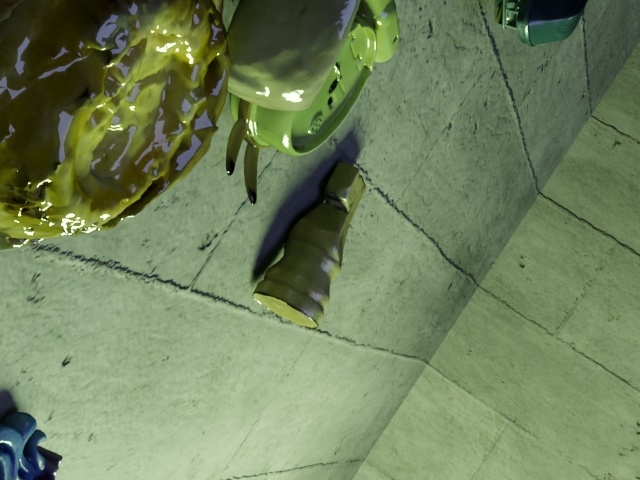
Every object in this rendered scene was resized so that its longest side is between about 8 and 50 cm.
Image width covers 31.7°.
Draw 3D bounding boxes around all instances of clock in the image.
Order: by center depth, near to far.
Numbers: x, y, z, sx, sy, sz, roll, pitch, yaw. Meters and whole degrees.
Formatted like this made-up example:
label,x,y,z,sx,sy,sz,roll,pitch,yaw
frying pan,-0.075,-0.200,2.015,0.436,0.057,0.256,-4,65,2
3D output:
label,x,y,z,sx,sy,sz,roll,pitch,yaw
clock,-0.018,-0.146,1.041,0.232,0.069,0.170,-54,163,-8

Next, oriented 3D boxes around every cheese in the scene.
label,x,y,z,sx,sy,sz,roll,pitch,yaw
cheese,-0.003,-0.221,0.861,0.159,0.093,0.263,-79,-169,-69

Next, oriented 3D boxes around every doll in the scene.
label,x,y,z,sx,sy,sz,roll,pitch,yaw
doll,-0.276,0.215,1.003,0.110,0.067,0.206,-56,155,-35

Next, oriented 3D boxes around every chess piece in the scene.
label,x,y,z,sx,sy,sz,roll,pitch,yaw
chess piece,0.000,0.000,1.368,0.200,0.090,0.090,-64,165,-16

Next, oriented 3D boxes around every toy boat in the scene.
label,x,y,z,sx,sy,sz,roll,pitch,yaw
toy boat,0.296,-0.329,1.483,0.296,0.122,0.114,-51,143,-55

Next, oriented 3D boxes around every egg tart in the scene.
label,x,y,z,sx,sy,sz,roll,pitch,yaw
egg tart,-0.142,-0.097,0.749,0.279,0.095,0.279,-50,164,-20
